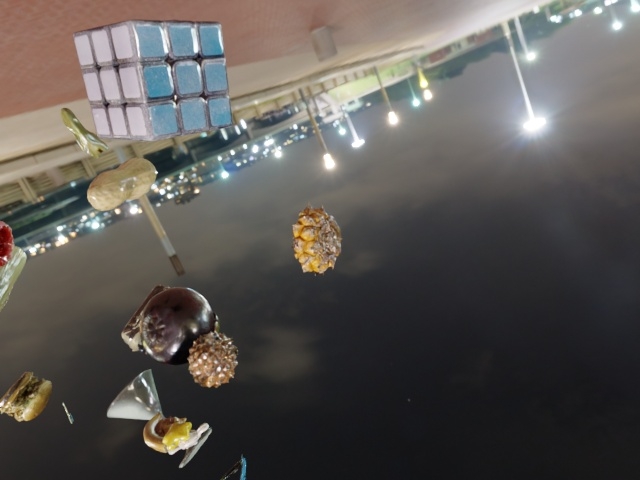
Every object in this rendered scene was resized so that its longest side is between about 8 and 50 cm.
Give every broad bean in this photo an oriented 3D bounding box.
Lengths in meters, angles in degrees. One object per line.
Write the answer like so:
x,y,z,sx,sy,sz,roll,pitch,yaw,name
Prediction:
-0.878,-0.391,1.806,0.153,0.207,0.072,23,-112,41,broad bean

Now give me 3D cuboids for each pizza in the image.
-0.511,0.623,1.605,0.134,0.056,0.271,-11,-176,-12,pizza

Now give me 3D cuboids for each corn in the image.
-1.336,0.165,2.047,0.123,0.122,0.305,-23,-131,37,corn

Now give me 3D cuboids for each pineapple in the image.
-0.343,0.367,1.561,0.166,0.193,0.166,1,-146,-1,pineapple
0.000,0.000,1.448,0.076,0.225,0.225,-4,-157,37,pineapple

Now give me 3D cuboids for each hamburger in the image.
-1.022,0.548,1.707,0.159,0.131,0.185,-55,-170,-5,hamburger

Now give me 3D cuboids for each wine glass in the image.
-0.700,0.796,2.179,0.267,0.406,0.267,-54,173,-9,wine glass

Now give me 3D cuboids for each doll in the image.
-0.410,0.587,1.452,0.135,0.113,0.071,-52,-135,18,doll

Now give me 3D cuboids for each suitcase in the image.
-0.846,0.405,2.496,0.352,0.194,0.339,-60,-176,-26,suitcase

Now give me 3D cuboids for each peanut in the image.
-0.606,-0.167,1.499,0.123,0.124,0.257,-15,-157,32,peanut

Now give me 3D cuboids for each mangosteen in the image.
-0.534,0.321,1.880,0.300,0.300,0.300,-22,-166,6,mangosteen

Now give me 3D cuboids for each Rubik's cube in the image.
-0.471,-0.458,1.409,0.303,0.305,0.301,10,-154,38,Rubik's cube

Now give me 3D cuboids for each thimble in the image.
-1.182,0.013,1.735,0.125,0.163,0.189,-1,-179,-13,thimble

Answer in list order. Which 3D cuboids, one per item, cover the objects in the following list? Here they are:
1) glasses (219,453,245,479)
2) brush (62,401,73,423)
-0.338,0.897,1.746,0.206,0.102,0.239,-31,-163,10,glasses
-0.907,0.618,1.760,0.013,0.084,0.016,-24,-174,-30,brush
